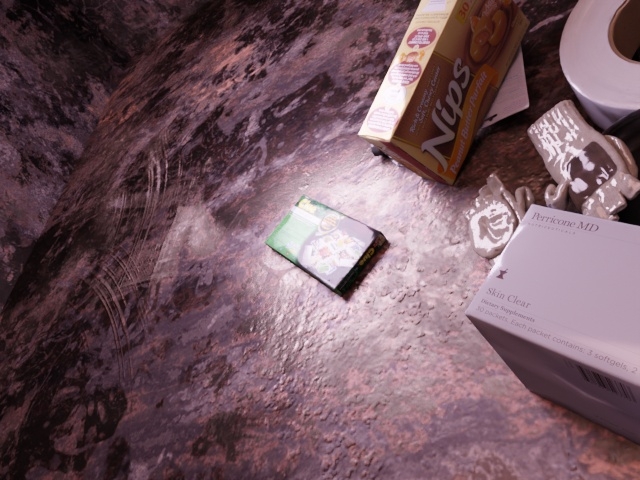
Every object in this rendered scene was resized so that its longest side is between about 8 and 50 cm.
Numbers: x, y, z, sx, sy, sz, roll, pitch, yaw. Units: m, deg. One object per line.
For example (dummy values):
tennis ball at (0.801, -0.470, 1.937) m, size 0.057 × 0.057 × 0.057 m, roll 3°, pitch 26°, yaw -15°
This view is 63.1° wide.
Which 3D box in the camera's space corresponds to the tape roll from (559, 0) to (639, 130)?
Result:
tape roll at (0.491, -0.281, 0.719) m, size 0.286 × 0.100 × 0.286 m, roll -21°, pitch 56°, yaw 36°

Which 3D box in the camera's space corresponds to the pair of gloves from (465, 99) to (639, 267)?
pair of gloves at (0.311, -0.056, 0.727) m, size 0.240 × 0.042 × 0.204 m, roll -51°, pitch 36°, yaw 29°

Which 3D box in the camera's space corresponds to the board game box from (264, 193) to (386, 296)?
board game box at (0.000, 0.000, 1.011) m, size 0.136 × 0.030 × 0.259 m, roll -52°, pitch 39°, yaw -5°

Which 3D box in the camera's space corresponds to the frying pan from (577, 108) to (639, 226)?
frying pan at (0.447, -0.118, 0.611) m, size 0.326 × 0.053 × 0.197 m, roll -55°, pitch 40°, yaw 29°

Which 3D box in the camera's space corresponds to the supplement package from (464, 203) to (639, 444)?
supplement package at (0.316, 0.101, 0.500) m, size 0.261 × 0.204 × 0.145 m, roll 20°, pitch 70°, yaw 49°

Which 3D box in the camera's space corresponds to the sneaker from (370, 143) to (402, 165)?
sneaker at (0.156, -0.223, 1.053) m, size 0.089 × 0.051 × 0.170 m, roll -3°, pitch 60°, yaw 40°

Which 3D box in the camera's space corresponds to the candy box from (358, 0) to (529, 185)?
candy box at (0.212, -0.275, 0.877) m, size 0.087 × 0.182 × 0.317 m, roll 29°, pitch 94°, yaw 50°

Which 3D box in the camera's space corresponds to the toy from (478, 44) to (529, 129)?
toy at (0.316, -0.302, 0.964) m, size 0.136 × 0.056 × 0.238 m, roll -20°, pitch 58°, yaw 41°
